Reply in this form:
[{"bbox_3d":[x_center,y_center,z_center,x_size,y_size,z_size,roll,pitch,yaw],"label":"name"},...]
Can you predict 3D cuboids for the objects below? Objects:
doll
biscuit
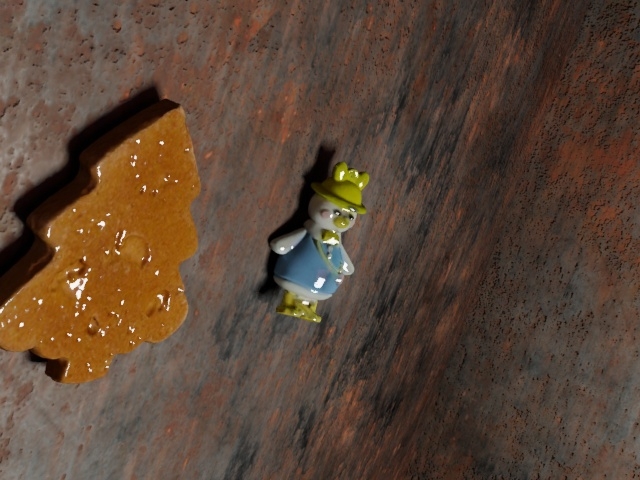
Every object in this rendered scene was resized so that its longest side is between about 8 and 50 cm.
[{"bbox_3d":[0.000,0.000,1.088,0.099,0.135,0.241,-89,-159,-83],"label":"doll"},{"bbox_3d":[-0.207,0.000,0.754,0.284,0.043,0.307,15,96,-63],"label":"biscuit"}]
